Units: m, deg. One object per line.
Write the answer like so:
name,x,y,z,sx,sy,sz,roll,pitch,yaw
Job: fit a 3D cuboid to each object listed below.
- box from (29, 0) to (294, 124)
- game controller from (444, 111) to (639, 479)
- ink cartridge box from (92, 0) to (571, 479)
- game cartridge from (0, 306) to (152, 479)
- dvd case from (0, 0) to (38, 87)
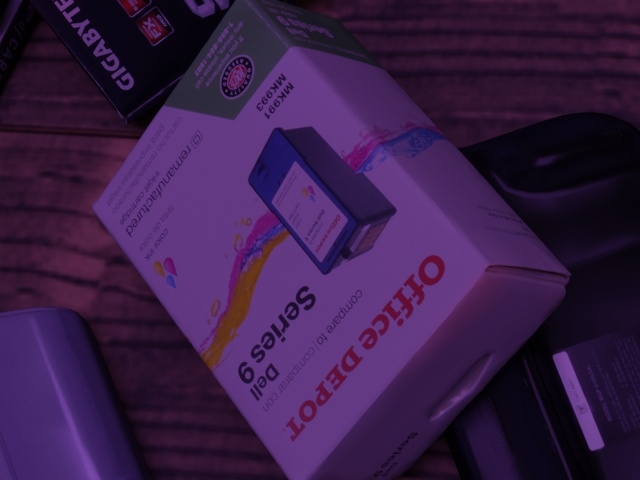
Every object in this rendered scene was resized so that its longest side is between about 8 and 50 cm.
box,-0.110,-0.206,0.830,0.175,0.220,0.051,-37,25,-2
game controller,0.147,0.083,0.759,0.166,0.067,0.319,-16,70,-9
ink cartridge box,0.000,0.000,0.749,0.154,0.093,0.212,-51,60,21
game cartridge,-0.242,0.163,0.814,0.294,0.060,0.196,-27,65,3
dvd case,-0.264,-0.165,0.934,0.179,0.029,0.238,21,79,17
